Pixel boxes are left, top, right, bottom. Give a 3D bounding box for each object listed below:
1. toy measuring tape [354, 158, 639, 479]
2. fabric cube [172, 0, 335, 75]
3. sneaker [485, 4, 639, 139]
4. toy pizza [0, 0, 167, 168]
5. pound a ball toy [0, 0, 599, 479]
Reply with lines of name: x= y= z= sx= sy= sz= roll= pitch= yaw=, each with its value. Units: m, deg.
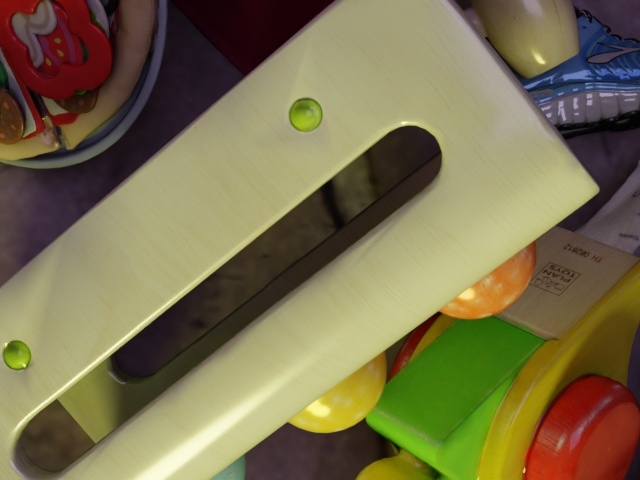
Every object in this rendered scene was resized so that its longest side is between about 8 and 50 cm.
toy measuring tape: x=0.136 y=0.050 z=0.536 sx=0.330 sy=0.121 sz=0.121 roll=-38 pitch=90 yaw=-28
fabric cube: x=-0.013 y=-0.272 z=0.458 sx=0.259 sy=0.258 sz=0.254 roll=-42 pitch=90 yaw=-11
sneaker: x=0.155 y=-0.098 z=0.563 sx=0.162 sy=0.063 sz=0.073 roll=-11 pitch=82 yaw=-10
toy pizza: x=-0.157 y=-0.122 z=0.465 sx=0.201 sy=0.201 sz=0.032 roll=46 pitch=39 yaw=-1
pound a ball toy: x=0.000 y=0.000 z=0.471 sx=0.319 sy=0.208 sz=0.135 roll=-38 pitch=93 yaw=13
